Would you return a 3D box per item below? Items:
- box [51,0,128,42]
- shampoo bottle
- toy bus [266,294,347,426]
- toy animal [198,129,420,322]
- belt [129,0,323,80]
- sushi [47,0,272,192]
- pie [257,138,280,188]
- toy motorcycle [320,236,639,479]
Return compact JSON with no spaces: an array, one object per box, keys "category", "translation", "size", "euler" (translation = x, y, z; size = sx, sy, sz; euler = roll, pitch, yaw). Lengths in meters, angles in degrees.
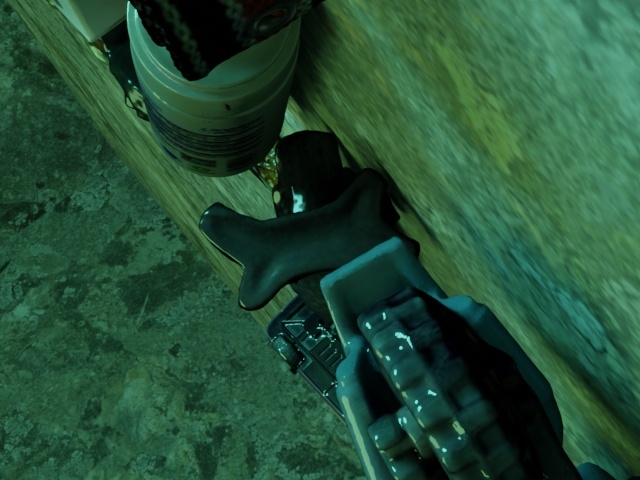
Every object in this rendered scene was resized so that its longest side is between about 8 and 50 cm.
[{"category":"box","translation":[-0.162,-0.245,0.692],"size":[0.203,0.106,0.251],"euler":[48,174,17]},{"category":"shampoo bottle","translation":[-0.059,-0.101,0.789],"size":[0.092,0.092,0.303],"euler":[52,173,3]},{"category":"toy bus","translation":[0.047,0.123,1.241],"size":[0.199,0.096,0.108],"euler":[43,174,37]},{"category":"toy animal","translation":[0.000,-0.002,0.937],"size":[0.210,0.121,0.117],"euler":[53,-163,-77]},{"category":"belt","translation":[-0.092,-0.200,0.475],"size":[0.126,0.094,0.359],"euler":[43,170,47]},{"category":"sushi","translation":[-0.212,-0.213,1.349],"size":[0.359,0.064,0.343],"euler":[45,171,41]},{"category":"pie","translation":[-0.010,-0.026,1.107],"size":[0.191,0.033,0.088],"euler":[49,177,21]},{"category":"toy motorcycle","translation":[0.105,0.172,0.800],"size":[0.416,0.172,0.232],"euler":[58,180,-31]}]
